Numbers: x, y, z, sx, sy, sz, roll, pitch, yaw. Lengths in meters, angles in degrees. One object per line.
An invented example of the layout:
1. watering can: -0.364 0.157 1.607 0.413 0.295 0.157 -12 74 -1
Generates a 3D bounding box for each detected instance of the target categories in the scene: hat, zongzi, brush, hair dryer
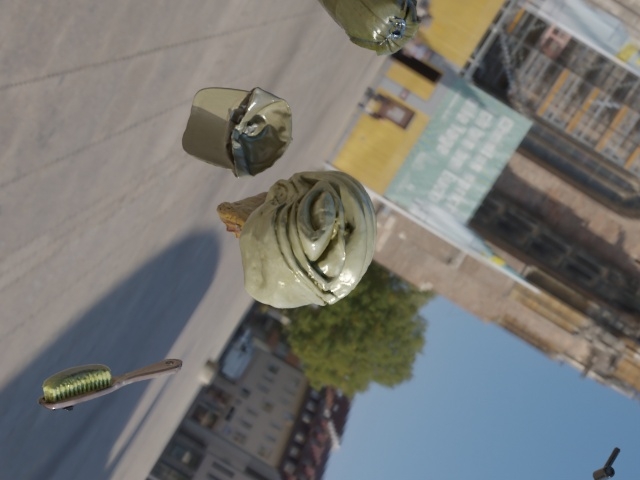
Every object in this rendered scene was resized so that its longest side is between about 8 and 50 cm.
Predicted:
1. hat: -0.154 -0.206 1.808 0.173 0.144 0.166 23 -82 50
2. zongzi: 0.095 -0.383 1.604 0.125 0.250 0.274 -43 154 14
3. brush: -0.405 0.263 1.916 0.313 0.072 0.067 -12 111 -38
4. hair dryer: 0.580 0.446 1.945 0.083 0.026 0.047 -45 174 -30

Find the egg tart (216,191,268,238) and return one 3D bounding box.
1. egg tart: -0.087 -0.002 2.323 0.153 0.339 0.351 -49 139 0

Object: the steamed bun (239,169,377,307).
1. steamed bun: 0.000 -0.003 1.982 0.203 0.289 0.276 4 -78 56
